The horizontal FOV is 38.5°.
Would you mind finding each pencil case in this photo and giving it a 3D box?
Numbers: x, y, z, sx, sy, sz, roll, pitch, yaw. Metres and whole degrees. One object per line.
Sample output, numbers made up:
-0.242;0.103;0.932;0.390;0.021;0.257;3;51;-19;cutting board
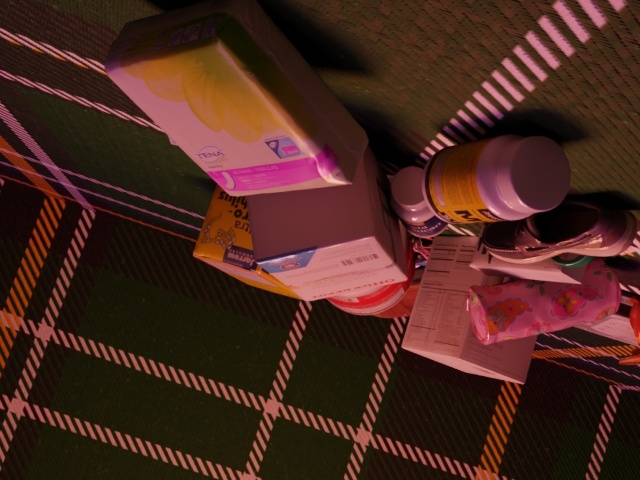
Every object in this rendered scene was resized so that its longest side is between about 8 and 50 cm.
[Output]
0.426;0.114;1.749;0.284;0.124;0.124;-14;172;-4;pencil case

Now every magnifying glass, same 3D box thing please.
0.379;-0.016;1.562;0.026;0.092;0.231;21;-179;-36;magnifying glass

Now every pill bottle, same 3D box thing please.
0.170;-0.069;1.581;0.094;0.094;0.169;15;170;19;pill bottle
0.082;0.032;1.929;0.228;0.229;0.408;16;171;13;pill bottle
0.241;-0.085;1.275;0.119;0.119;0.208;22;170;-22;pill bottle

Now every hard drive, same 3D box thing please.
0.721;0.188;2.123;0.236;0.064;0.339;18;172;7;hard drive

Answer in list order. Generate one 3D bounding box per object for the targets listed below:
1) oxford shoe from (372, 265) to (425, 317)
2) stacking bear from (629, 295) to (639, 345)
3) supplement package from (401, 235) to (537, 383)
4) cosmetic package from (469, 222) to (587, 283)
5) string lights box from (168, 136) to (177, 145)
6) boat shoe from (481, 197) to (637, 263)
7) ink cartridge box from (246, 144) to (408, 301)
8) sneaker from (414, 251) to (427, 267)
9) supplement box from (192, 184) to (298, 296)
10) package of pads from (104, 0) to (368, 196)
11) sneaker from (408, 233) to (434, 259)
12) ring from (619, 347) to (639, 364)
0.279;0.090;2.267;0.396;0.147;0.140;-6;140;29;oxford shoe
0.740;0.188;1.803;0.175;0.164;0.289;37;172;-39;stacking bear
0.341;0.146;1.978;0.199;0.263;0.198;23;169;-31;supplement package
0.381;0.018;1.670;0.060;0.099;0.239;23;169;-31;cosmetic package
-0.114;-0.186;1.387;0.259;0.077;0.133;15;149;18;string lights box
0.365;-0.024;1.477;0.092;0.103;0.285;31;162;-33;boat shoe
0.014;-0.035;1.541;0.198;0.197;0.270;-13;160;12;ink cartridge box
0.220;0.032;2.195;0.084;0.058;0.152;27;171;-31;sneaker
-0.140;0.011;2.345;0.194;0.195;0.356;14;171;22;supplement box
-0.110;-0.180;1.203;0.229;0.101;0.296;-2;144;39;package of pads
0.254;0.015;2.094;0.119;0.047;0.057;22;159;-29;sneaker
0.831;0.245;2.018;0.336;0.032;0.336;-3;167;-1;ring
